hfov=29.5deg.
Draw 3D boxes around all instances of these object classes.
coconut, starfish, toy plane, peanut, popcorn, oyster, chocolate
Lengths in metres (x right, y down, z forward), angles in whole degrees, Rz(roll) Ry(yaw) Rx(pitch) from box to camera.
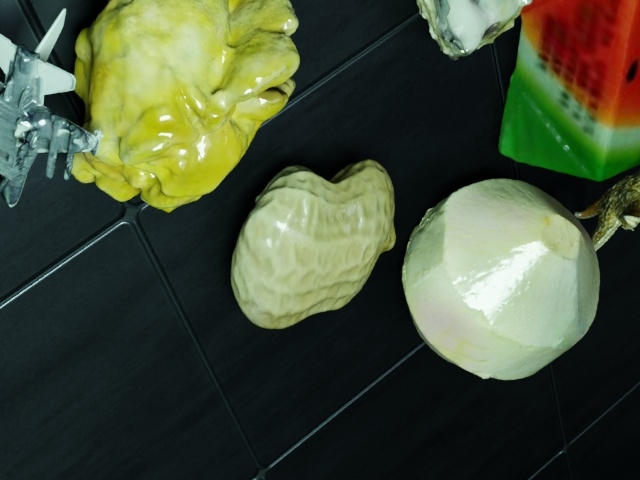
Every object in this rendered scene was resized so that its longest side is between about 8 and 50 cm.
[{"bbox_3d":[0.235,0.045,1.545,0.259,0.259,0.259,-23,132,-29],"label":"coconut"},{"bbox_3d":[0.396,-0.033,1.646,0.138,0.050,0.247,-50,180,-23],"label":"starfish"},{"bbox_3d":[-0.269,-0.095,1.068,0.234,0.160,0.082,-63,176,39],"label":"toy plane"},{"bbox_3d":[0.000,0.000,1.384,0.233,0.110,0.197,-12,126,-34],"label":"peanut"},{"bbox_3d":[-0.132,-0.146,1.110,0.190,0.191,0.253,43,84,-15],"label":"popcorn"},{"bbox_3d":[0.163,-0.338,1.294,0.238,0.114,0.351,-39,143,-27],"label":"oyster"},{"bbox_3d":[0.417,-0.270,1.526,0.360,0.161,0.341,-22,132,-30],"label":"chocolate"}]
